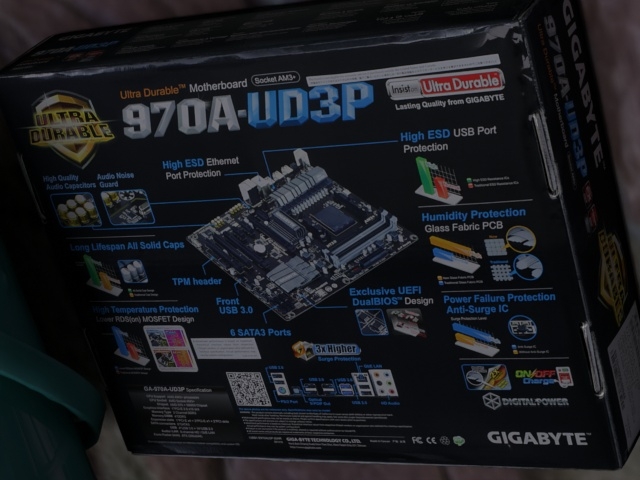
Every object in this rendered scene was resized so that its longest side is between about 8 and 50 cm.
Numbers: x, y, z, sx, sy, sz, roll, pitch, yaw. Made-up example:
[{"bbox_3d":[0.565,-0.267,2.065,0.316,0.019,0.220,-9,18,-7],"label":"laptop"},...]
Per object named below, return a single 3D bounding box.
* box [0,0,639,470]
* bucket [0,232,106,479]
[{"bbox_3d":[0.000,0.000,0.571,0.220,0.051,0.175,-3,117,29],"label":"box"},{"bbox_3d":[-0.226,0.075,0.592,0.281,0.281,0.183,-13,107,33],"label":"bucket"}]
